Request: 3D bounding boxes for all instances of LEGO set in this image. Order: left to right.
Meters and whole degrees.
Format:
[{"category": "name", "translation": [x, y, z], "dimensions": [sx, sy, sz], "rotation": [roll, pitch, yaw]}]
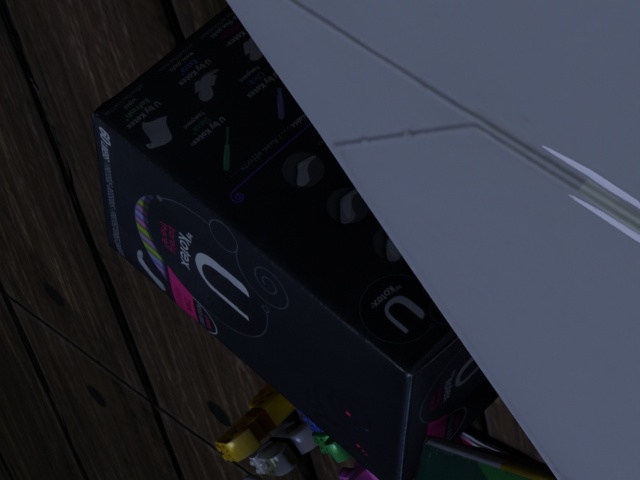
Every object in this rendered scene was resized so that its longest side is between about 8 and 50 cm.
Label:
[{"category": "LEGO set", "translation": [-0.023, 0.163, 1.590], "dimensions": [0.087, 0.093, 0.227], "rotation": [55, 156, -14]}]

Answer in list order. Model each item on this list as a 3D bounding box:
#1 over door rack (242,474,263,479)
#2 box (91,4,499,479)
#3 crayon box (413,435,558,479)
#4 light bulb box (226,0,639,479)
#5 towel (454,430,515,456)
[{"category": "over door rack", "translation": [0.022, 0.278, 1.560], "dimensions": [0.239, 0.108, 0.324], "rotation": [24, 170, 8]}, {"category": "box", "translation": [0.000, 0.000, 1.238], "dimensions": [0.270, 0.143, 0.165], "rotation": [39, 155, 22]}, {"category": "crayon box", "translation": [0.217, 0.197, 1.106], "dimensions": [0.202, 0.081, 0.318], "rotation": [18, 176, -34]}, {"category": "light bulb box", "translation": [0.227, -0.104, 0.402], "dimensions": [0.225, 0.361, 0.358], "rotation": [55, 156, -18]}, {"category": "towel", "translation": [0.143, 0.223, 1.470], "dimensions": [0.144, 0.029, 0.197], "rotation": [24, 146, 46]}]
